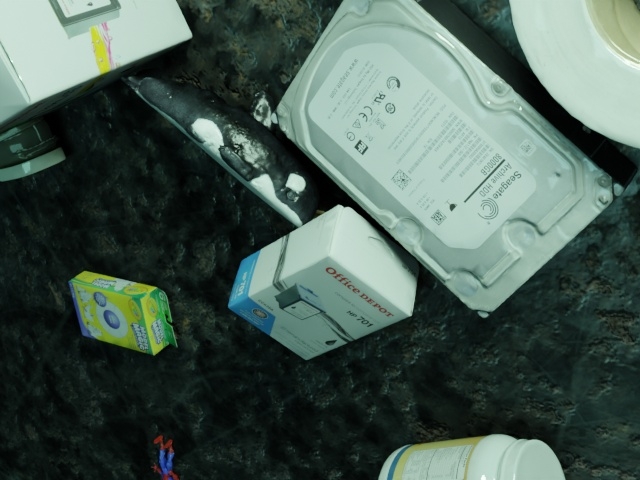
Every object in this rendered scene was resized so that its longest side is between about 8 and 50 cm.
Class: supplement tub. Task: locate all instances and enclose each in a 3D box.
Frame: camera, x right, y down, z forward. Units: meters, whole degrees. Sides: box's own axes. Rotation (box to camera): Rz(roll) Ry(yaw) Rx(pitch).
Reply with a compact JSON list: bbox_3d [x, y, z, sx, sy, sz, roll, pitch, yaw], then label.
[{"bbox_3d":[0.184,0.315,1.085,0.199,0.144,0.144,-18,104,39],"label":"supplement tub"}]

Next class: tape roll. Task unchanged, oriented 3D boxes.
[{"bbox_3d":[0.302,-0.219,0.719,0.286,0.100,0.286,18,122,32],"label":"tape roll"}]

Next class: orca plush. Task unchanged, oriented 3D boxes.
[{"bbox_3d":[-0.100,-0.142,1.085,0.287,0.102,0.151,38,176,21],"label":"orca plush"}]

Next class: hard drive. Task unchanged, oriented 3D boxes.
[{"bbox_3d":[0.126,-0.103,0.944,0.339,0.064,0.237,44,132,5],"label":"hard drive"}]

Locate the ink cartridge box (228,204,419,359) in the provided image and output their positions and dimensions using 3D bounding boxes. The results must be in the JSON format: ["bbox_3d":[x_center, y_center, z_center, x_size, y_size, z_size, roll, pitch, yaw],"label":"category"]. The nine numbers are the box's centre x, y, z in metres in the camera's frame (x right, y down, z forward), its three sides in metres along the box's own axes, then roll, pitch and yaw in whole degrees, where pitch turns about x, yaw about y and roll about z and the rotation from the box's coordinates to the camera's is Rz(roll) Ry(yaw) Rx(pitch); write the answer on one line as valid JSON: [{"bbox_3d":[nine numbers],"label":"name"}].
[{"bbox_3d":[0.003,0.056,1.074,0.139,0.082,0.190,37,138,-25],"label":"ink cartridge box"}]

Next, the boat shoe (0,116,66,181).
[{"bbox_3d":[-0.517,-0.136,1.339,0.304,0.109,0.091,-6,111,30],"label":"boat shoe"}]

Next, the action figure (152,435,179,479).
[{"bbox_3d":[-0.263,0.388,1.512,0.038,0.030,0.115,10,123,24],"label":"action figure"}]

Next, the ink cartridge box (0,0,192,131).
[{"bbox_3d":[-0.336,-0.256,1.035,0.198,0.270,0.197,-17,105,40],"label":"ink cartridge box"}]

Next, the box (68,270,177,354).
[{"bbox_3d":[-0.304,0.114,1.375,0.179,0.043,0.105,8,120,29],"label":"box"}]

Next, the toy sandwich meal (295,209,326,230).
[{"bbox_3d":[0.000,0.000,1.109,0.085,0.029,0.086,16,123,26],"label":"toy sandwich meal"}]
